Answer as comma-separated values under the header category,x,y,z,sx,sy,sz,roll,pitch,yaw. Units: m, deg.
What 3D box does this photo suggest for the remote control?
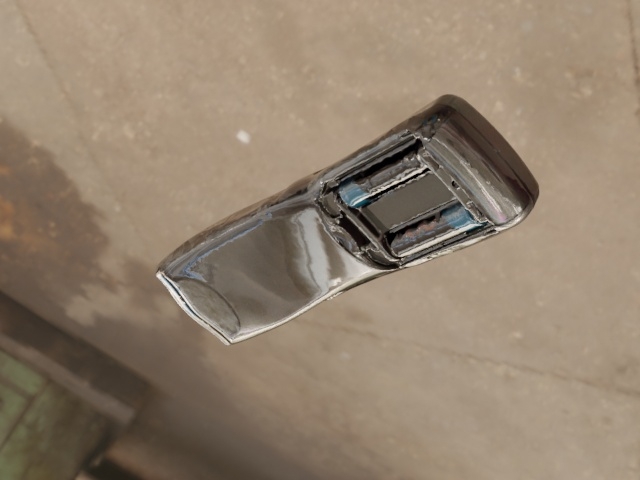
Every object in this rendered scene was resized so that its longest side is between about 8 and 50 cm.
category,x,y,z,sx,sy,sz,roll,pitch,yaw
remote control,0.000,0.000,0.495,0.059,0.028,0.212,43,143,-15
